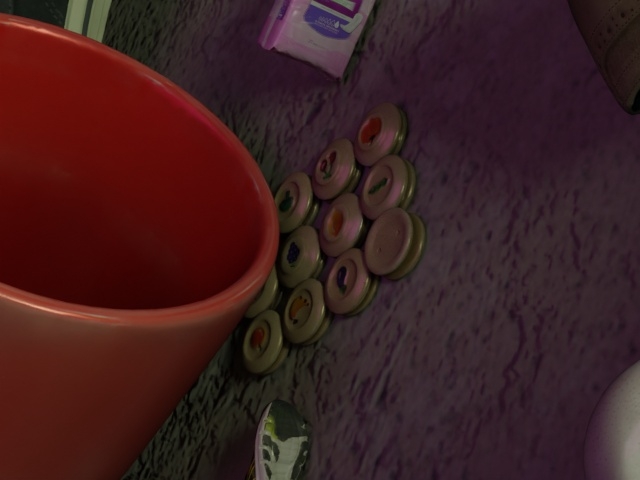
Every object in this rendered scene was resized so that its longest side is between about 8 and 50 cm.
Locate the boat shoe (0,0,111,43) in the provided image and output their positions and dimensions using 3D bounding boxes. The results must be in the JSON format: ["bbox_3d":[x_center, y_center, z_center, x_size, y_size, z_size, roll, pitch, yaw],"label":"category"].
[{"bbox_3d":[-0.232,-0.134,1.242,0.187,0.156,0.500,37,116,62],"label":"boat shoe"}]

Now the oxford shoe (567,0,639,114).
[{"bbox_3d":[0.239,-0.142,0.704,0.348,0.123,0.130,-19,83,47],"label":"oxford shoe"}]

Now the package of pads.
[{"bbox_3d":[0.004,-0.136,1.050,0.032,0.050,0.083,31,98,61],"label":"package of pads"}]

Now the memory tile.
[{"bbox_3d":[0.000,0.000,1.014,0.148,0.012,0.113,-38,44,37],"label":"memory tile"}]

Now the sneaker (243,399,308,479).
[{"bbox_3d":[-0.030,0.123,0.969,0.035,0.031,0.083,-21,56,48],"label":"sneaker"}]

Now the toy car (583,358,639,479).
[{"bbox_3d":[0.183,0.056,0.634,0.136,0.159,0.182,33,101,21],"label":"toy car"}]

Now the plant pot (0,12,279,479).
[{"bbox_3d":[-0.188,0.043,1.046,0.243,0.275,0.275,-64,31,31],"label":"plant pot"}]
